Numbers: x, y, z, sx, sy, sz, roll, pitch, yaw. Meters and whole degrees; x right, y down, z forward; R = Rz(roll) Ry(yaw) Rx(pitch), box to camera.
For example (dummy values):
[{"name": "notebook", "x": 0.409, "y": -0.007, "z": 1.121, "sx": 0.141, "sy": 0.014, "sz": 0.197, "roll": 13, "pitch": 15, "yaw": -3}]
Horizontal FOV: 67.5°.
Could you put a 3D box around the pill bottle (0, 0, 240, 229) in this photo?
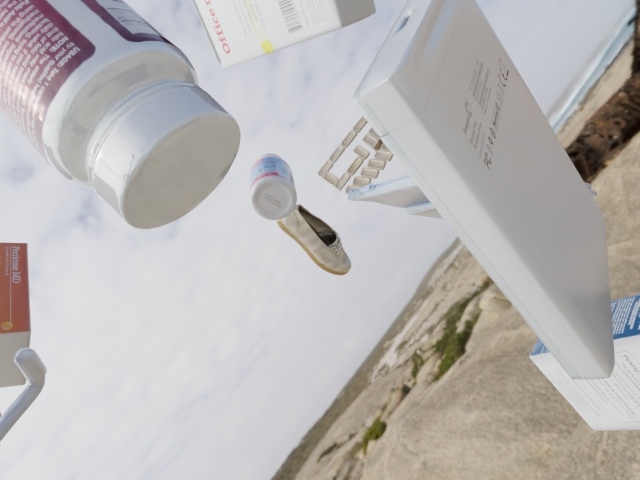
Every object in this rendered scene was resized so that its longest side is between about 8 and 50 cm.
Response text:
[{"name": "pill bottle", "x": -0.307, "y": -0.211, "z": 0.637, "sx": 0.224, "sy": 0.392, "sz": 0.224, "roll": -44, "pitch": -12, "yaw": -12}]

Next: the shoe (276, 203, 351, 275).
[{"name": "shoe", "x": 0.000, "y": 0.000, "z": 0.995, "sx": 0.058, "sy": 0.219, "sz": 0.076, "roll": -29, "pitch": 37, "yaw": 31}]

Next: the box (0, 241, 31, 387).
[{"name": "box", "x": -0.685, "y": 0.130, "z": 0.792, "sx": 0.346, "sy": 0.215, "sz": 0.168, "roll": 1, "pitch": -46, "yaw": -35}]

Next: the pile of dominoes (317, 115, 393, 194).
[{"name": "pile of dominoes", "x": 0.130, "y": -0.246, "z": 1.432, "sx": 0.251, "sy": 0.196, "sz": 0.040, "roll": -51, "pitch": -39, "yaw": 6}]

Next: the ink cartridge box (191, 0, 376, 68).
[{"name": "ink cartridge box", "x": -0.106, "y": -0.584, "z": 1.075, "sx": 0.160, "sy": 0.385, "sz": 0.279, "roll": -45, "pitch": -56, "yaw": -41}]

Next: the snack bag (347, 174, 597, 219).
[{"name": "snack bag", "x": 0.276, "y": -0.084, "z": 0.881, "sx": 0.343, "sy": 0.323, "sz": 0.037, "roll": 6, "pitch": -101, "yaw": -41}]

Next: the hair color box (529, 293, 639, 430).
[{"name": "hair color box", "x": 0.501, "y": 0.164, "z": 0.672, "sx": 0.105, "sy": 0.174, "sz": 0.347, "roll": -44, "pitch": 3, "yaw": -34}]

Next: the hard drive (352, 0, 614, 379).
[{"name": "hard drive", "x": 0.183, "y": -0.064, "z": 0.458, "sx": 0.047, "sy": 0.353, "sz": 0.233, "roll": -22, "pitch": 32, "yaw": 42}]

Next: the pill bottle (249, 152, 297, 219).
[{"name": "pill bottle", "x": -0.094, "y": -0.111, "z": 0.925, "sx": 0.087, "sy": 0.087, "sz": 0.160, "roll": -61, "pitch": 21, "yaw": 23}]

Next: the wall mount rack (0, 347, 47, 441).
[{"name": "wall mount rack", "x": -0.358, "y": 0.026, "z": 0.313, "sx": 0.304, "sy": 0.350, "sz": 0.130, "roll": 81, "pitch": -152, "yaw": -48}]
